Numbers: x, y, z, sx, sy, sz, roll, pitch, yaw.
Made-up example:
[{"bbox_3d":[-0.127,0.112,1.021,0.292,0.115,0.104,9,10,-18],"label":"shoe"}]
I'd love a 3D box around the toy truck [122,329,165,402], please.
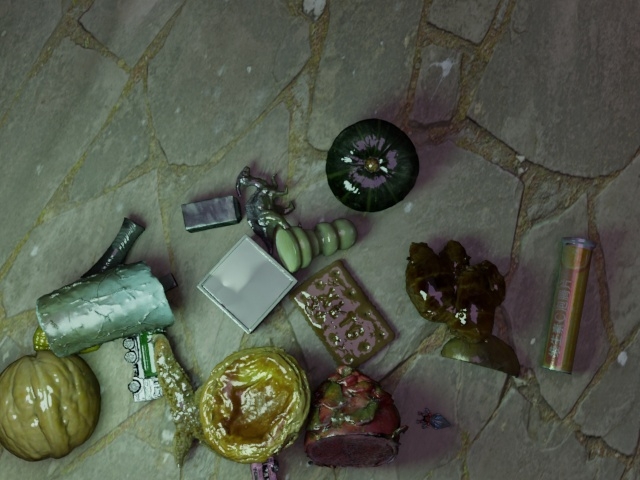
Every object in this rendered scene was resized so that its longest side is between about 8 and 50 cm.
[{"bbox_3d":[-0.540,0.378,1.908,0.125,0.101,0.242,-8,83,-5],"label":"toy truck"}]

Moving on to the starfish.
[{"bbox_3d":[-0.345,0.482,1.871,0.324,0.082,0.432,-6,85,-17],"label":"starfish"}]

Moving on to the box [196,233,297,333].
[{"bbox_3d":[-0.227,0.140,1.933,0.225,0.117,0.225,42,83,4],"label":"box"}]

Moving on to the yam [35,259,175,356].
[{"bbox_3d":[-0.629,0.203,1.789,0.348,0.241,0.241,-16,83,-18],"label":"yam"}]

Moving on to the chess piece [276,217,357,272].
[{"bbox_3d":[0.000,0.000,1.930,0.251,0.144,0.144,-17,82,-26],"label":"chess piece"}]

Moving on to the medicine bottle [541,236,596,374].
[{"bbox_3d":[0.791,0.207,1.938,0.108,0.108,0.426,12,83,1],"label":"medicine bottle"}]

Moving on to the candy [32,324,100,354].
[{"bbox_3d":[-0.792,0.313,1.921,0.199,0.094,0.106,9,81,-6],"label":"candy"}]

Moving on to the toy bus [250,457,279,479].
[{"bbox_3d":[-0.163,0.759,1.877,0.090,0.063,0.203,-10,85,-7],"label":"toy bus"}]

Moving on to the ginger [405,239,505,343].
[{"bbox_3d":[0.414,0.142,1.908,0.357,0.152,0.274,31,81,14],"label":"ginger"}]

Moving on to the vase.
[{"bbox_3d":[-0.656,0.045,1.954,0.115,0.115,0.237,29,80,3],"label":"vase"}]

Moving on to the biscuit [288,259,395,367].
[{"bbox_3d":[0.069,0.243,1.960,0.217,0.044,0.325,-35,84,-3],"label":"biscuit"}]

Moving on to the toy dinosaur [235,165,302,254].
[{"bbox_3d":[-0.169,-0.110,1.987,0.162,0.077,0.294,-20,80,-2],"label":"toy dinosaur"}]

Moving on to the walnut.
[{"bbox_3d":[-0.810,0.490,1.801,0.333,0.333,0.333,0,83,0],"label":"walnut"}]

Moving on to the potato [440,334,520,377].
[{"bbox_3d":[0.525,0.348,1.919,0.261,0.100,0.120,15,83,1],"label":"potato"}]

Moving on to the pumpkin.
[{"bbox_3d":[0.161,-0.236,1.945,0.300,0.207,0.300,0,96,-2],"label":"pumpkin"}]

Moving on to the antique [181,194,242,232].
[{"bbox_3d":[-0.349,-0.086,1.976,0.183,0.088,0.086,-11,84,-2],"label":"antique"}]

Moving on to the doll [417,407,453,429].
[{"bbox_3d":[0.364,0.569,1.920,0.114,0.039,0.057,10,48,11],"label":"doll"}]

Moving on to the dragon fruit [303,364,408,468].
[{"bbox_3d":[0.106,0.517,1.831,0.314,0.296,0.263,-5,49,8],"label":"dragon fruit"}]

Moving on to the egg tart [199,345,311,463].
[{"bbox_3d":[-0.184,0.479,1.788,0.352,0.150,0.352,-8,61,14],"label":"egg tart"}]

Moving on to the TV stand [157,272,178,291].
[{"bbox_3d":[-0.586,0.186,1.962,0.256,0.040,0.049,-28,83,-4],"label":"TV stand"}]
